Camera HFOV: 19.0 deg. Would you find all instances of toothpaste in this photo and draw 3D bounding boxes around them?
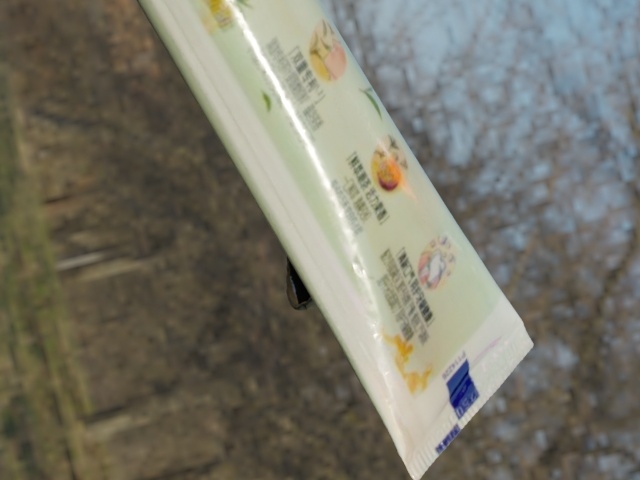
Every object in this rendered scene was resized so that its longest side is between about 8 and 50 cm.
[{"bbox_3d":[-0.010,-0.051,0.667,0.314,0.058,0.056,59,14,-29],"label":"toothpaste"}]

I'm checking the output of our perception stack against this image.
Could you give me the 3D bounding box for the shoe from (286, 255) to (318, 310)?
[{"bbox_3d":[0.000,0.000,1.367,0.241,0.093,0.108,46,6,-25],"label":"shoe"}]
